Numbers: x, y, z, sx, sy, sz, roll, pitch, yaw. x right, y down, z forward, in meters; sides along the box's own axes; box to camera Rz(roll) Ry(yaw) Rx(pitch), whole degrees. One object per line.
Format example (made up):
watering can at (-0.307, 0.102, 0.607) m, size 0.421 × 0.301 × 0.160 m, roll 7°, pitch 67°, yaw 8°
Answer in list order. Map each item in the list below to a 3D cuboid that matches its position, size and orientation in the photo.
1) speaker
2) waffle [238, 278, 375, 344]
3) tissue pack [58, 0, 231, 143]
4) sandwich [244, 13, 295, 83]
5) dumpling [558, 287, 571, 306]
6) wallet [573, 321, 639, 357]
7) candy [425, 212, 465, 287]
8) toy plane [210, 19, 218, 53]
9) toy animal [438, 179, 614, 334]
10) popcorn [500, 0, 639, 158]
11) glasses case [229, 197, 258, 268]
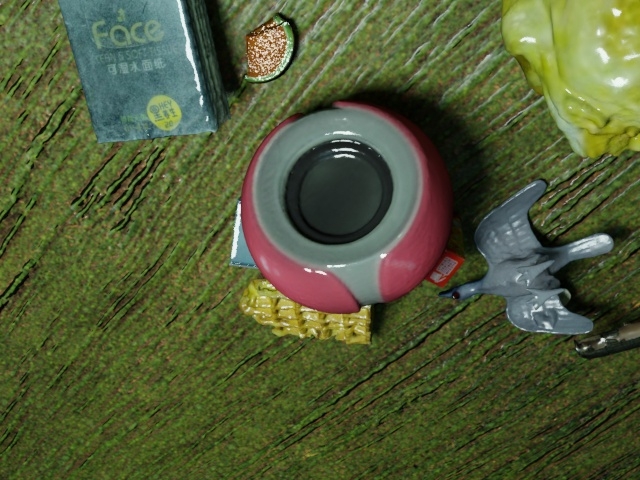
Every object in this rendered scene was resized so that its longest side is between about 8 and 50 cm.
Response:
speaker at (0.043, -0.047, 1.496) m, size 0.294 × 0.294 × 0.294 m, roll 2°, pitch 123°, yaw 2°
waffle at (-0.022, 0.104, 1.694) m, size 0.211 × 0.055 × 0.160 m, roll 4°, pitch 154°, yaw 6°
tissue pack at (-0.236, -0.265, 1.448) m, size 0.185 × 0.081 × 0.257 m, roll -4°, pitch 113°, yaw 20°
sandwich at (-0.068, -0.264, 1.509) m, size 0.069 × 0.026 × 0.101 m, roll 6°, pitch 120°, yaw 4°
dumpling at (0.353, 0.097, 1.711) m, size 0.077 × 0.043 × 0.059 m, roll -39°, pitch 131°, yaw 8°
wallet at (0.547, 0.126, 1.654) m, size 0.317 × 0.169 × 0.044 m, roll -18°, pitch 78°, yaw 15°
candy at (0.179, 0.010, 1.613) m, size 0.038 × 0.122 × 0.062 m, roll 28°, pitch 120°, yaw -13°
toy plane at (-0.194, -0.270, 1.501) m, size 0.102 × 0.040 × 0.111 m, roll 33°, pitch 121°, yaw -11°
toy animal at (0.303, 0.040, 1.636) m, size 0.255 × 0.176 × 0.239 m, roll -20°, pitch 102°, yaw -3°
popcorn at (0.397, -0.269, 1.344) m, size 0.312 × 0.312 × 0.312 m, roll 2°, pitch 123°, yaw 2°
glasses case at (0.000, 0.000, 1.669) m, size 0.266 × 0.056 × 0.105 m, roll 8°, pitch 99°, yaw -2°
